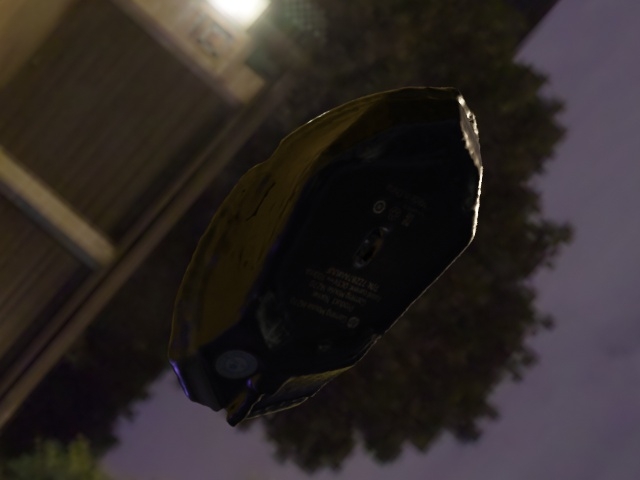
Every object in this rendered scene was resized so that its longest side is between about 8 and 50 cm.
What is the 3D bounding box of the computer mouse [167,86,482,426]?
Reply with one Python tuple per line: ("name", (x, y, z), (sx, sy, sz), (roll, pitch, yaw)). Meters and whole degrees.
("computer mouse", (0.000, 0.000, 0.742), (0.192, 0.106, 0.062), (-52, -137, 14))
